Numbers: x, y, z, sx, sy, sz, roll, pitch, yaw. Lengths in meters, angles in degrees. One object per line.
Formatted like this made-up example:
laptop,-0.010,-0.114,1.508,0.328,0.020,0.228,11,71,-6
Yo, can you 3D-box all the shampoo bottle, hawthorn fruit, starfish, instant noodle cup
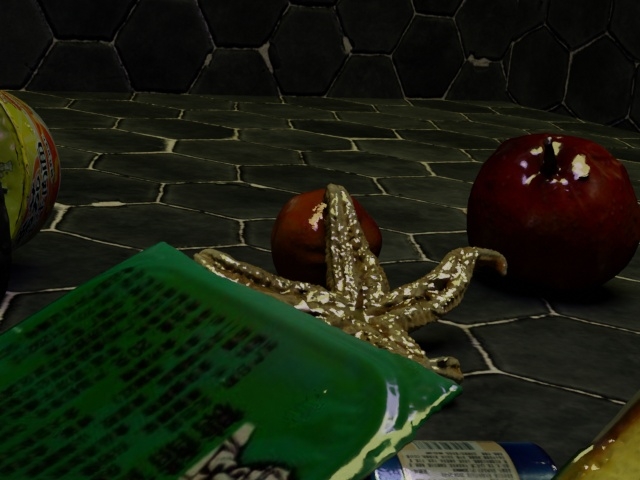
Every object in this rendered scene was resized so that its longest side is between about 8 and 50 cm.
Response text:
shampoo bottle,0.084,0.179,0.873,0.183,0.050,0.087,3,17,-14
hawthorn fruit,0.298,-0.046,1.503,0.230,0.210,0.266,27,-15,21
hawthorn fruit,0.000,0.000,1.392,0.132,0.133,0.138,0,12,-26
starfish,0.041,0.066,1.203,0.375,0.094,0.327,-20,41,-33
instant noodle cup,-0.413,-0.074,1.291,0.264,0.264,0.200,8,6,6

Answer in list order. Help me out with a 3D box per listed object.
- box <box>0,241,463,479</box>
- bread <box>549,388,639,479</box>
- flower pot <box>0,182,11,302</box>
box,-0.107,0.141,0.723,0.264,0.106,0.336,-35,35,-26
bread,0.283,0.180,0.791,0.251,0.133,0.174,-42,24,-8
flower pot,-0.448,-0.010,1.008,0.266,0.267,0.267,18,28,40
